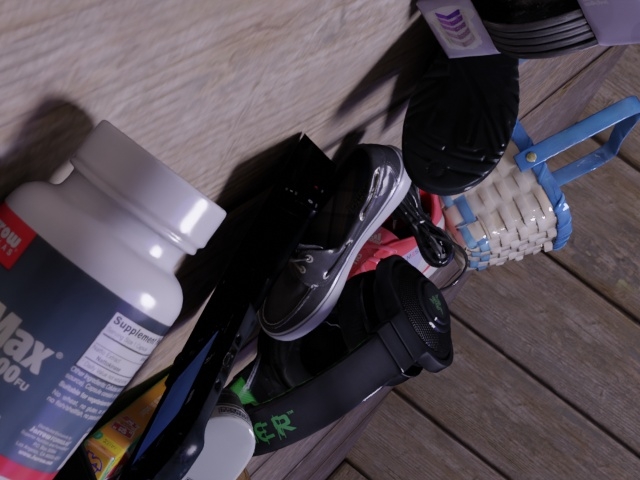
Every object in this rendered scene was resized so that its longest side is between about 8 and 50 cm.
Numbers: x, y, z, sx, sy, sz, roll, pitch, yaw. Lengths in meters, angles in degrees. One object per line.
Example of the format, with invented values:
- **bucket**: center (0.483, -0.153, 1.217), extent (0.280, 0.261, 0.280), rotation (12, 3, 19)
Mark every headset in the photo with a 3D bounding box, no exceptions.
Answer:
- **headset**: center (0.027, 0.077, 1.327), extent (0.243, 0.185, 0.394), rotation (-23, -169, 46)

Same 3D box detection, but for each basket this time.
- **basket**: center (0.286, -0.089, 1.661), extent (0.289, 0.201, 0.255), rotation (-23, 166, -3)

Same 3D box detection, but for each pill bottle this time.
- **pill bottle**: center (-0.135, 0.032, 0.634), extent (0.180, 0.108, 0.108), rotation (-53, 169, -2)

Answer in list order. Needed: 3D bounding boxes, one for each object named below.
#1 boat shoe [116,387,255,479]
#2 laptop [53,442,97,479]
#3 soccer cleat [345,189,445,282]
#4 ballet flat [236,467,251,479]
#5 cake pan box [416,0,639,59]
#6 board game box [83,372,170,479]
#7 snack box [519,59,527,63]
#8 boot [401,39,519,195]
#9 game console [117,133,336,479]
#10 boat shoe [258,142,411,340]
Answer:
- **boat shoe**: center (-0.137, 0.219, 1.050), extent (0.219, 0.078, 0.070), rotation (-47, -158, 7)
- **laptop**: center (-0.179, 0.186, 0.866), extent (0.234, 0.136, 0.264), rotation (-56, 168, 21)
- **soccer cleat**: center (0.050, 0.048, 1.513), extent (0.318, 0.109, 0.116), rotation (-43, 146, -37)
- **ballet flat**: center (-0.211, 0.394, 1.508), extent (0.342, 0.116, 0.124), rotation (-49, 149, -17)
- **cake pan box**: center (0.238, -0.253, 1.009), extent (0.246, 0.070, 0.267), rotation (3, -135, 53)
- **board game box**: center (-0.171, 0.187, 1.131), extent (0.124, 0.039, 0.259), rotation (-57, 176, 20)
- **snack box**: center (0.256, -0.278, 1.239), extent (0.207, 0.070, 0.174), rotation (-51, -171, -11)
- **boot**: center (0.128, -0.113, 1.171), extent (0.207, 0.094, 0.246), rotation (98, 7, -65)
- **game console**: center (-0.074, 0.069, 0.925), extent (0.213, 0.044, 0.361), rotation (-59, -175, 27)
- **boat shoe**: center (0.000, 0.000, 1.197), extent (0.228, 0.080, 0.076), rotation (-51, 147, 17)
